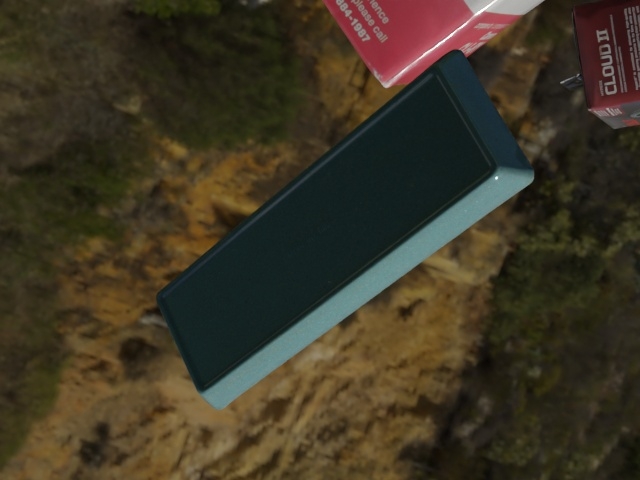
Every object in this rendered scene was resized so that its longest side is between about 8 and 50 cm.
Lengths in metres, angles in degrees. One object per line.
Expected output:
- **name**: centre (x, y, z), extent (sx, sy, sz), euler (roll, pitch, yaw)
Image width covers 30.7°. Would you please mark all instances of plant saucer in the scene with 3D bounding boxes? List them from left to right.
- **plant saucer**: centre (0.000, 0.000, 0.503), extent (0.192, 0.018, 0.067), euler (-38, -112, 27)

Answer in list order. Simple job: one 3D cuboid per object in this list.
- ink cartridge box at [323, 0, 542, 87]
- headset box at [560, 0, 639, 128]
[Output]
- **ink cartridge box**: centre (0.137, -0.330, 0.812), extent (0.385, 0.279, 0.160), euler (-35, 175, 23)
- **headset box**: centre (0.112, -0.055, 0.337), extent (0.062, 0.083, 0.032), euler (0, 81, -70)
